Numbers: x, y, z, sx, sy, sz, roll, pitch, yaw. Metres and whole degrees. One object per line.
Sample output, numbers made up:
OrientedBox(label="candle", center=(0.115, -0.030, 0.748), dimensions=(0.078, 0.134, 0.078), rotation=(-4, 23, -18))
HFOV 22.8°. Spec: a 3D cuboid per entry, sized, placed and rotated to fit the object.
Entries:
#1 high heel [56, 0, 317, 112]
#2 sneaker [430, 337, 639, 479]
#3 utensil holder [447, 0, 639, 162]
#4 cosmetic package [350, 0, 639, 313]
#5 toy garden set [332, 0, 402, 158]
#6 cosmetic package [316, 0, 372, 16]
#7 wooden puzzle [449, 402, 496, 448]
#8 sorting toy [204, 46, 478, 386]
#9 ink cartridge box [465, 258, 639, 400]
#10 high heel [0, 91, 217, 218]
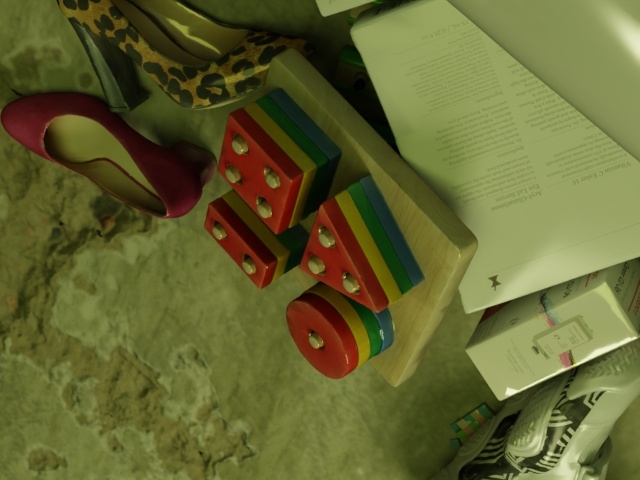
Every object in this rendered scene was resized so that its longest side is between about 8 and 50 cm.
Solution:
OrientedBox(label="high heel", center=(-0.138, -0.222, 1.520), dimensions=(0.261, 0.093, 0.186), rotation=(-5, 119, 31))
OrientedBox(label="sneaker", center=(0.254, 0.254, 1.586), dimensions=(0.210, 0.137, 0.366), rotation=(37, 120, -5))
OrientedBox(label="utensil holder", center=(0.291, -0.199, 1.083), dimensions=(0.385, 0.328, 0.327), rotation=(35, 123, -23))
OrientedBox(label="cosmetic package", center=(0.253, -0.130, 1.386), dimensions=(0.377, 0.097, 0.284), rotation=(-19, 104, 14))
OrientedBox(label="toy garden set", center=(0.100, -0.101, 1.519), dimensions=(0.203, 0.049, 0.244), rotation=(19, 119, 11))
OrientedBox(label="cosmetic package", center=(0.064, -0.305, 1.360), dimensions=(0.151, 0.184, 0.151), rotation=(-16, 107, 26))
OrientedBox(label="wooden puzzle", center=(0.170, 0.200, 1.659), dimensions=(0.083, 0.006, 0.049), rotation=(-39, 97, 30))
OrientedBox(label="sorting toy", center=(0.000, 0.000, 1.475), dimensions=(0.255, 0.089, 0.257), rotation=(47, 150, 18))
OrientedBox(label="ink cartridge box", center=(0.246, 0.065, 1.506), dimensions=(0.198, 0.115, 0.067), rotation=(-28, 102, 27))
OrientedBox(label="high heel", center=(-0.232, -0.082, 1.609), dimensions=(0.244, 0.117, 0.082), rotation=(22, 119, 9))
